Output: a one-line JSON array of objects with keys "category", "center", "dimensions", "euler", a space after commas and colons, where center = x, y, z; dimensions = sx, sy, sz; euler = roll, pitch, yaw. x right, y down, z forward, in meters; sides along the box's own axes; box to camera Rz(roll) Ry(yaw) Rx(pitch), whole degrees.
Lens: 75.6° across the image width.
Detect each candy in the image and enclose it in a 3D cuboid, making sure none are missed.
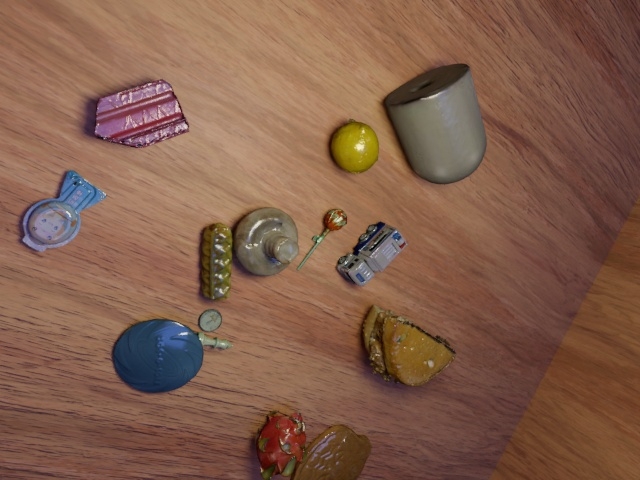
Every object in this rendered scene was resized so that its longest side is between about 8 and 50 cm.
[{"category": "candy", "center": [0.000, 0.000, 1.588], "dimensions": [0.288, 0.078, 0.084], "euler": [-54, 140, 6]}]

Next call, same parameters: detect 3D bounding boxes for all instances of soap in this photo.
[{"category": "soap", "center": [-0.529, -0.354, 1.194], "dimensions": [0.250, 0.099, 0.162], "euler": [-25, 114, -19]}]

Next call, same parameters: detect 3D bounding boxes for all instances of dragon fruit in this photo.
[{"category": "dragon fruit", "center": [-0.153, 0.806, 1.639], "dimensions": [0.224, 0.224, 0.227], "euler": [-1, 111, -27]}]

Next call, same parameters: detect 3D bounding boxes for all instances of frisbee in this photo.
[{"category": "frisbee", "center": [-0.543, 0.399, 1.386], "dimensions": [0.289, 0.049, 0.289], "euler": [-4, 109, -13]}]

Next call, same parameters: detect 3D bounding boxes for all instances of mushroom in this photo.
[{"category": "mushroom", "center": [-0.170, 0.012, 1.405], "dimensions": [0.243, 0.243, 0.243], "euler": [-7, 107, -25]}]

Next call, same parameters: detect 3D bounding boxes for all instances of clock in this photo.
[{"category": "clock", "center": [-0.395, 0.287, 1.483], "dimensions": [0.085, 0.017, 0.085], "euler": [-7, 107, -25]}]

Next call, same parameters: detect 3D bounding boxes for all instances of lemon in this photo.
[{"category": "lemon", "center": [0.126, -0.332, 1.494], "dimensions": [0.173, 0.173, 0.206], "euler": [-28, 136, -18]}]

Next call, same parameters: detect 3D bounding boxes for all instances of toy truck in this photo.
[{"category": "toy truck", "center": [0.205, 0.062, 1.648], "dimensions": [0.268, 0.155, 0.124], "euler": [-46, 119, -9]}]

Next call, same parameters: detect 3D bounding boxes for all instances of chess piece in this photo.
[{"category": "chess piece", "center": [-0.385, 0.370, 1.495], "dimensions": [0.149, 0.059, 0.059], "euler": [22, 93, -37]}]

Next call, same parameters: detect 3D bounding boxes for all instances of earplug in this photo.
[{"category": "earplug", "center": [0.452, -0.409, 1.557], "dimensions": [0.312, 0.312, 0.394], "euler": [-35, 117, -14]}]

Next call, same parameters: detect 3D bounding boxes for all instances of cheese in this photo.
[{"category": "cheese", "center": [-0.746, -0.075, 1.186], "dimensions": [0.135, 0.052, 0.245], "euler": [43, 83, -29]}]

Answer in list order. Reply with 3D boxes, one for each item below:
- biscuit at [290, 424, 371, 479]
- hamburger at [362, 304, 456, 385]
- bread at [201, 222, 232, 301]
[{"category": "biscuit", "center": [0.051, 1.041, 1.892], "dimensions": [0.365, 0.062, 0.385], "euler": [36, 86, -31]}, {"category": "hamburger", "center": [0.335, 0.467, 1.760], "dimensions": [0.445, 0.268, 0.287], "euler": [35, 85, -34]}, {"category": "bread", "center": [-0.352, 0.071, 1.406], "dimensions": [0.087, 0.098, 0.269], "euler": [-13, 112, -54]}]
